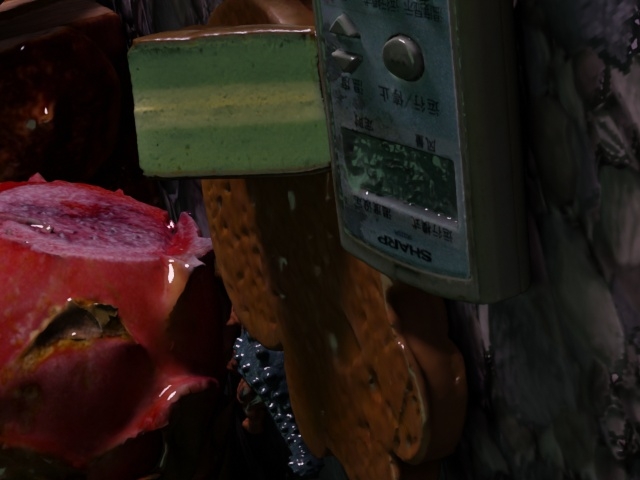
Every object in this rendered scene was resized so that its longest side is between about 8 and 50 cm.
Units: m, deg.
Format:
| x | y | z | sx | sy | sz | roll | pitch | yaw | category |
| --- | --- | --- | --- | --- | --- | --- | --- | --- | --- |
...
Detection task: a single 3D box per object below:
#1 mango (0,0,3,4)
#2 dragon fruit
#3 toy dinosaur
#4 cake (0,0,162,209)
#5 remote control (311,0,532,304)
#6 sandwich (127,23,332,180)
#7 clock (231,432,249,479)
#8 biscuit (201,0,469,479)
| x | y | z | sx | sy | sz | roll | pitch | yaw | category |
| --- | --- | --- | --- | --- | --- | --- | --- | --- | --- |
| -0.249 | -0.258 | 1.139 | 0.177 | 0.120 | 0.295 | 98 | -164 | -60 | mango |
| -0.182 | 0.113 | 1.047 | 0.250 | 0.269 | 0.291 | -103 | 25 | -68 | dragon fruit |
| -0.026 | 0.082 | 0.947 | 0.055 | 0.049 | 0.154 | 98 | 157 | -45 | toy dinosaur |
| -0.235 | -0.082 | 1.242 | 0.293 | 0.196 | 0.198 | 28 | 132 | 61 | cake |
| 0.034 | -0.090 | 0.612 | 0.098 | 0.038 | 0.233 | 23 | 128 | 49 | remote control |
| -0.025 | -0.070 | 0.772 | 0.116 | 0.074 | 0.074 | 0 | 101 | 34 | sandwich |
| -0.128 | 0.187 | 1.317 | 0.325 | 0.067 | 0.325 | 165 | 90 | -72 | clock |
| 0.001 | 0.000 | 0.798 | 0.288 | 0.044 | 0.202 | 59 | 149 | 36 | biscuit |
